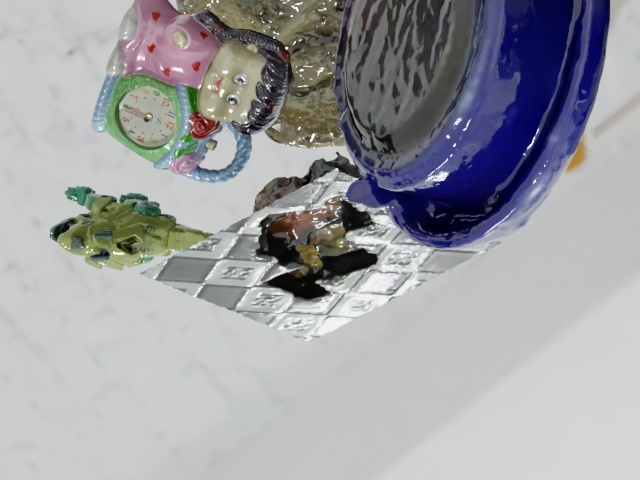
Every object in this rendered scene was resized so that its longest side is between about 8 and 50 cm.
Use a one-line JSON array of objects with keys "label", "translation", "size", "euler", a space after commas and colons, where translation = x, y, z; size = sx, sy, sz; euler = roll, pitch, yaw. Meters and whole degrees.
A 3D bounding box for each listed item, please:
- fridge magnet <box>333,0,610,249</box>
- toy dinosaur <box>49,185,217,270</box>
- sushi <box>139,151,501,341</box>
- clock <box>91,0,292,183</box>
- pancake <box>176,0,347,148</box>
[{"label": "fridge magnet", "translation": [0.095, -0.126, 1.140], "size": [0.112, 0.265, 0.265], "euler": [10, -163, -29]}, {"label": "toy dinosaur", "translation": [-0.224, -0.011, 2.167], "size": [0.153, 0.259, 0.094], "euler": [37, 120, 57]}, {"label": "sushi", "translation": [0.000, 0.000, 1.872], "size": [0.292, 0.294, 0.059], "euler": [24, -132, -45]}, {"label": "clock", "translation": [-0.139, -0.164, 1.918], "size": [0.195, 0.194, 0.100], "euler": [22, -157, 5]}, {"label": "pancake", "translation": [0.007, -0.286, 2.104], "size": [0.387, 0.387, 0.082], "euler": [55, -152, -26]}]
